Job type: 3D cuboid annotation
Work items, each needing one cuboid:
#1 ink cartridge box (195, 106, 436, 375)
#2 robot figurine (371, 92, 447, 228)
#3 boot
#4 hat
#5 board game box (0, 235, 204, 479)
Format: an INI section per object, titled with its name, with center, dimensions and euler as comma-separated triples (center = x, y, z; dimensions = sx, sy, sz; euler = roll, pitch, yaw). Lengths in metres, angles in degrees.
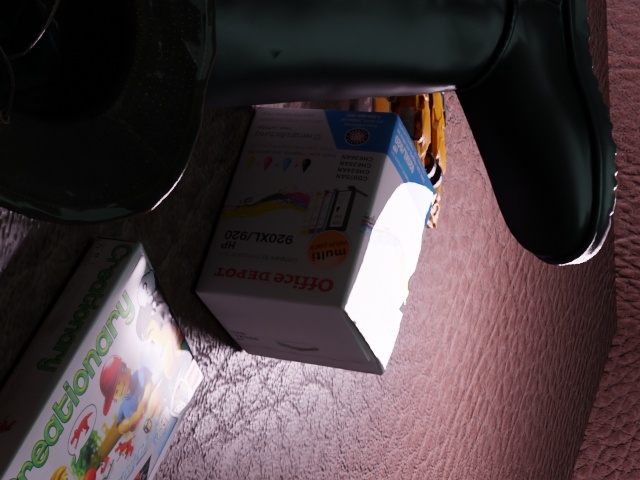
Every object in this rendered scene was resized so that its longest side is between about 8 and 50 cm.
[ink cartridge box]
center = 0.000, 0.000, 1.345
dimensions = 0.168, 0.171, 0.232
euler = 57, 44, -55
[robot figurine]
center = 0.113, -0.172, 1.637
dimensions = 0.211, 0.085, 0.290
euler = 44, 44, -67
[boot]
center = 0.064, -0.150, 1.199
dimensions = 0.445, 0.146, 0.366
euler = -2, 80, -34
[hat]
center = -0.220, -0.155, 0.840
dimensions = 0.331, 0.134, 0.331
euler = 16, 70, -52
[board game box]
center = -0.205, 0.172, 1.057
dimensions = 0.193, 0.053, 0.305
euler = 71, 33, -44
